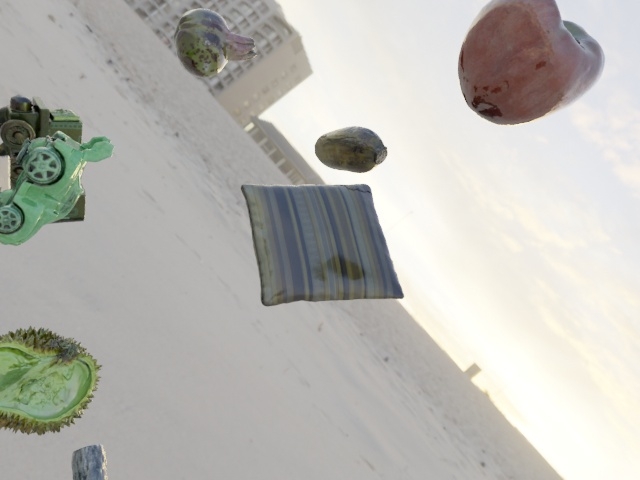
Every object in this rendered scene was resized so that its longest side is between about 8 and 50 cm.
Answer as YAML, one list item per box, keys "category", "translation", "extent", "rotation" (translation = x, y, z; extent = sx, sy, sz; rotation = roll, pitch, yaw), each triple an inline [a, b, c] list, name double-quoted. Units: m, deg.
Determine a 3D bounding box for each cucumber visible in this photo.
- category: "cucumber"
  translation: [-0.416, 0.432, 1.041]
  extent: [0.064, 0.064, 0.112]
  rotation: [60, 15, -71]

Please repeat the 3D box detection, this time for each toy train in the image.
- category: "toy train"
  translation: [-0.475, -0.135, 0.982]
  extent: [0.090, 0.137, 0.226]
  rotation: [44, -51, 43]
- category: "toy train"
  translation: [-0.298, -0.061, 0.627]
  extent: [0.081, 0.149, 0.099]
  rotation: [28, 3, -30]

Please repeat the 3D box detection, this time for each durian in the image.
- category: "durian"
  translation: [-0.555, 0.268, 1.105]
  extent: [0.236, 0.200, 0.176]
  rotation: [11, -6, -26]

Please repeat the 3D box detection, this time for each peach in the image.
- category: "peach"
  translation: [0.225, -0.200, 0.650]
  extent: [0.152, 0.152, 0.152]
  rotation: [51, -3, 4]

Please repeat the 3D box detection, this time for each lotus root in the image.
- category: "lotus root"
  translation: [0.060, -0.182, 1.140]
  extent: [0.179, 0.080, 0.089]
  rotation: [14, -63, 43]

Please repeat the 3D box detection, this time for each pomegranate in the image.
- category: "pomegranate"
  translation: [-0.219, -0.401, 1.155]
  extent: [0.126, 0.163, 0.138]
  rotation: [59, 26, -53]

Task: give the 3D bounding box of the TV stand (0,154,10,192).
- category: "TV stand"
  translation: [-0.498, -0.090, 0.669]
  extent: [0.040, 0.256, 0.049]
  rotation: [-88, -176, -77]

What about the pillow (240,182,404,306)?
- category: "pillow"
  translation: [0.000, 0.000, 0.838]
  extent: [0.052, 0.212, 0.208]
  rotation: [116, -33, -52]
